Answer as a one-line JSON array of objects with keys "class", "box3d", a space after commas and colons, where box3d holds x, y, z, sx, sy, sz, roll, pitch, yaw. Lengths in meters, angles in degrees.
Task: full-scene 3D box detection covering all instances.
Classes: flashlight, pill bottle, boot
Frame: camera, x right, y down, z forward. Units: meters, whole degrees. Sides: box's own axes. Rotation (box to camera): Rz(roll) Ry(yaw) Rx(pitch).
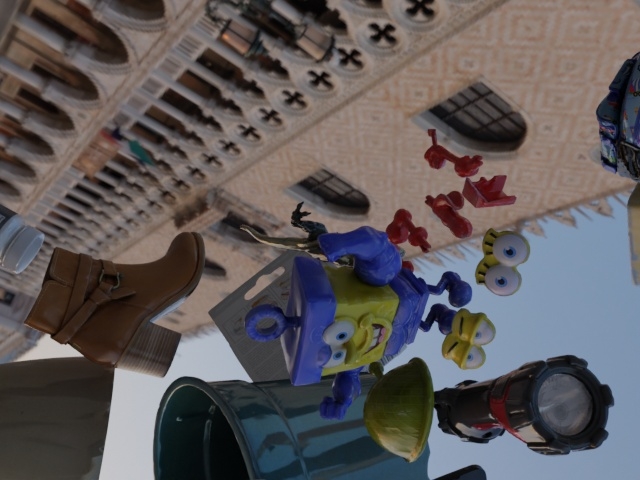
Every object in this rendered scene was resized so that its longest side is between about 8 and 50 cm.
[{"class": "flashlight", "box3d": [0.228, 0.206, 0.792, 0.304, 0.103, 0.103, 109, -32, -71]}, {"class": "pill bottle", "box3d": [-0.455, -0.017, 0.896, 0.078, 0.137, 0.078, -57, -171, 14]}, {"class": "boot", "box3d": [-0.311, 0.063, 1.031, 0.109, 0.220, 0.284, -43, -152, 49]}]

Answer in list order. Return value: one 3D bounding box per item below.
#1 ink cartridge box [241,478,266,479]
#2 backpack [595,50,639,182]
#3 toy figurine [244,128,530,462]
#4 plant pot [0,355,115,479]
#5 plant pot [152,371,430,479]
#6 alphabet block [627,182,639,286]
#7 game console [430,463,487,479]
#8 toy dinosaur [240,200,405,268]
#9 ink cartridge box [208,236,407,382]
[{"class": "ink cartridge box", "box3d": [-0.136, 0.316, 0.642, 0.208, 0.153, 0.087, -16, 100, -85]}, {"class": "backpack", "box3d": [0.383, -0.161, 0.729, 0.116, 0.173, 0.158, 24, -108, 37]}, {"class": "toy figurine", "box3d": [0.021, 0.075, 0.655, 0.191, 0.217, 0.363, -119, -147, -45]}, {"class": "plant pot", "box3d": [-0.479, 0.293, 1.017, 0.256, 0.273, 0.257, -170, -90, -71]}, {"class": "plant pot", "box3d": [-0.033, 0.353, 1.006, 0.341, 0.334, 0.341, 4, -85, 54]}, {"class": "alphabet block", "box3d": [0.673, -0.029, 1.166, 0.197, 0.192, 0.193, 7, -141, 38]}, {"class": "game console", "box3d": [0.241, 0.626, 1.290, 0.173, 0.293, 0.250, -141, -142, -65]}, {"class": "toy dinosaur", "box3d": [0.000, 0.000, 1.008, 0.118, 0.268, 0.064, 97, 7, -69]}, {"class": "ink cartridge box", "box3d": [-0.042, 0.201, 1.487, 0.308, 0.091, 0.385, -38, -134, -8]}]
